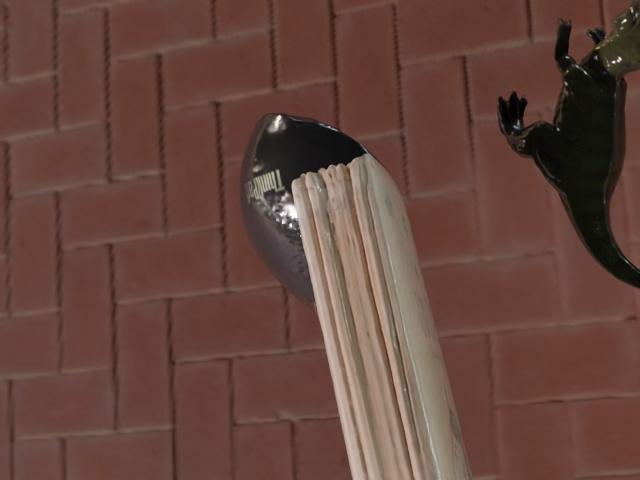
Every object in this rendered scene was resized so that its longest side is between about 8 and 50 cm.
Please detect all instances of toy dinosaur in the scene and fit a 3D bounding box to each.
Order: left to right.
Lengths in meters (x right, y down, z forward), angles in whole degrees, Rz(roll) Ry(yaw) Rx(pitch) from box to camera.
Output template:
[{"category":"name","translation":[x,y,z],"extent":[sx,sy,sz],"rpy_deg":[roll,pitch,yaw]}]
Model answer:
[{"category":"toy dinosaur","translation":[0.203,-0.069,0.822],"extent":[0.179,0.087,0.187],"rpy_deg":[54,138,48]}]

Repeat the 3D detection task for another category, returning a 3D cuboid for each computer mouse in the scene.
[{"category":"computer mouse","translation":[0.000,0.000,1.221],"extent":[0.170,0.269,0.100],"rpy_deg":[23,59,35]}]

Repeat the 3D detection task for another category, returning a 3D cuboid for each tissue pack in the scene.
[{"category":"tissue pack","translation":[0.055,0.117,0.838],"extent":[0.071,0.170,0.325],"rpy_deg":[-15,80,11]}]
